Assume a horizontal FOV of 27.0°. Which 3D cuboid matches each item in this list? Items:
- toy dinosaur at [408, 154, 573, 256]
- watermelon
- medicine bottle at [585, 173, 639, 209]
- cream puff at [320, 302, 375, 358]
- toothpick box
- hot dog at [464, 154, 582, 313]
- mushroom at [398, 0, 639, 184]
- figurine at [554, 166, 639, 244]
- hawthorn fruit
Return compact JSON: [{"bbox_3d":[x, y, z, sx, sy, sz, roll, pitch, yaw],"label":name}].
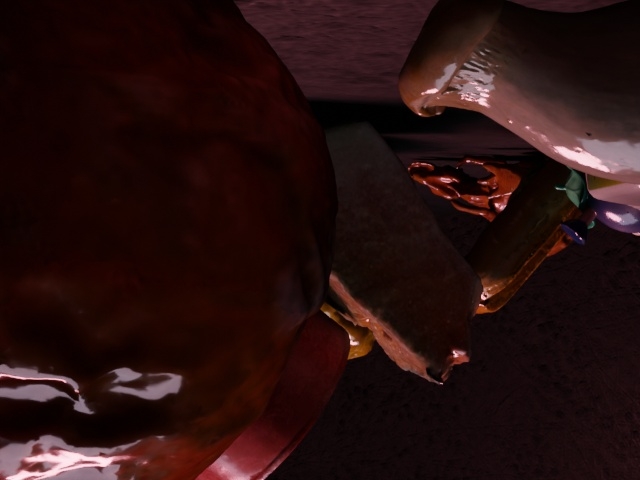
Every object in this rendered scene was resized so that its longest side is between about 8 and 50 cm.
[{"bbox_3d":[0.282,-0.050,1.517,0.432,0.097,0.208,5,-166,24],"label":"toy dinosaur"},{"bbox_3d":[0.023,-0.020,1.223,0.302,0.151,0.264,38,174,-3],"label":"watermelon"},{"bbox_3d":[0.241,-0.064,0.859,0.132,0.088,0.188,2,179,-2],"label":"medicine bottle"},{"bbox_3d":[-0.001,0.000,1.439,0.185,0.282,0.281,-28,160,39],"label":"cream puff"},{"bbox_3d":[-0.161,0.060,1.219,0.333,0.204,0.204,39,169,-13],"label":"toothpick box"},{"bbox_3d":[0.208,-0.022,1.302,0.062,0.235,0.092,33,148,21],"label":"hot dog"},{"bbox_3d":[0.143,-0.074,0.618,0.212,0.088,0.097,7,-149,0],"label":"mushroom"},{"bbox_3d":[0.316,-0.059,1.231,0.194,0.112,0.102,-1,-164,2],"label":"figurine"},{"bbox_3d":[-0.133,-0.020,0.467,0.241,0.242,0.271,1,168,36],"label":"hawthorn fruit"}]
